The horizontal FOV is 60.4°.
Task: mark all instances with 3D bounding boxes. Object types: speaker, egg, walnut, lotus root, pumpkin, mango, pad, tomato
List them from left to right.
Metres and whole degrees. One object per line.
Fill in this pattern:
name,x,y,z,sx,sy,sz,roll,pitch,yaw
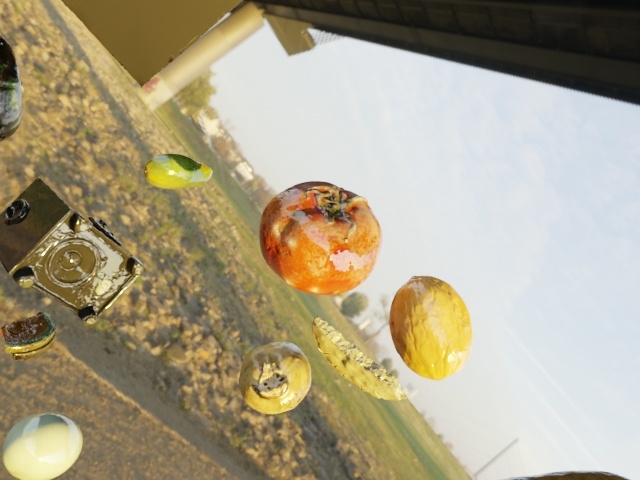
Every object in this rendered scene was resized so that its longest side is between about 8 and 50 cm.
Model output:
pumpkin,-0.664,-0.295,1.059,0.233,0.163,0.233,9,-79,54
egg,-0.764,0.570,1.529,0.183,0.183,0.264,51,-10,13
speaker,-0.549,0.020,1.191,0.254,0.184,0.232,30,-14,43
pad,-0.186,-0.400,0.688,0.247,0.367,0.007,50,17,-21
mango,-0.359,-0.165,1.370,0.191,0.122,0.085,12,64,-71
lotus root,-0.101,0.302,1.239,0.284,0.160,0.146,103,-10,-83
tomato,0.002,0.003,1.036,0.232,0.232,0.188,50,-40,24
walnut,0.213,0.167,1.067,0.159,0.159,0.206,79,-3,-82

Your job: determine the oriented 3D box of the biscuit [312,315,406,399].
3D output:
biscuit,0.080,0.310,1.355,0.290,0.038,0.141,38,-35,8

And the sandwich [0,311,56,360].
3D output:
sandwich,-0.434,0.140,0.818,0.069,0.026,0.101,33,20,8

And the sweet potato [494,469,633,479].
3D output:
sweet potato,0.431,0.470,0.977,0.423,0.130,0.130,10,5,-12
